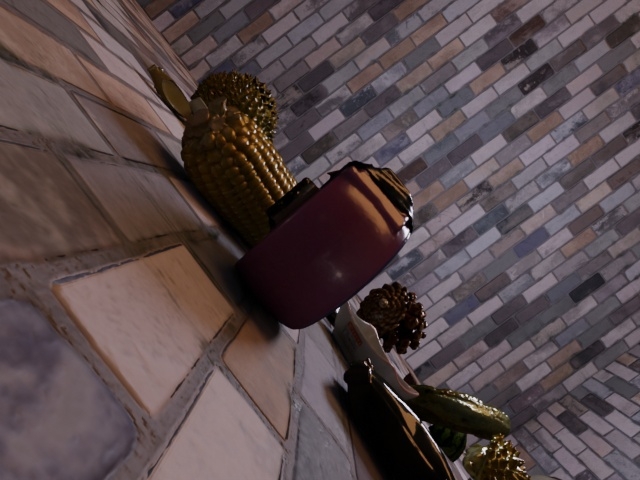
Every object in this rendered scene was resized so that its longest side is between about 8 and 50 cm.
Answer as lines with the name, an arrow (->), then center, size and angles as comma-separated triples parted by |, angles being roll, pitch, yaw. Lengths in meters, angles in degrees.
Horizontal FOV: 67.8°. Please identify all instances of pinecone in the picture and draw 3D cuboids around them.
pinecone -> 0.267, 0.299, 1.724 | 0.264, 0.264, 0.264 | 53, 2, -2

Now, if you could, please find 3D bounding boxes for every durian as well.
durian -> -0.237, -0.360, 1.355 | 0.258, 0.258, 0.293 | 52, 8, -41
durian -> 0.363, 0.513, 1.009 | 0.306, 0.167, 0.172 | 37, 33, -65

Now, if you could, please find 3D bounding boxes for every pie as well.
pie -> 0.327, 0.426, 1.188 | 0.277, 0.078, 0.277 | 18, -21, 7

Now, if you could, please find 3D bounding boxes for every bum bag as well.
bum bag -> 0.113, 0.281, 0.629 | 0.326, 0.080, 0.142 | 51, -8, 41

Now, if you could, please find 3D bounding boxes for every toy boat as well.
toy boat -> -0.339, -0.331, 1.075 | 0.049, 0.047, 0.149 | 39, -11, 31

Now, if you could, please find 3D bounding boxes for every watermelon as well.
watermelon -> 0.401, 0.640, 1.524 | 0.094, 0.125, 0.135 | -25, -108, 62

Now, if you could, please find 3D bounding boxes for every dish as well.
dish -> 0.098, 0.237, 0.981 | 0.151, 0.077, 0.212 | 50, 4, -41

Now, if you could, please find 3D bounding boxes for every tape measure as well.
tape measure -> 0.000, 0.000, 0.635 | 0.149, 0.232, 0.245 | 51, -15, -4

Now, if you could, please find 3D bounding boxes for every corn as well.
corn -> -0.093, -0.056, 0.800 | 0.387, 0.144, 0.144 | 59, -2, -40

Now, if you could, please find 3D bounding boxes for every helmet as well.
helmet -> 0.300, 0.492, 1.597 | 0.111, 0.057, 0.089 | 58, 5, 2

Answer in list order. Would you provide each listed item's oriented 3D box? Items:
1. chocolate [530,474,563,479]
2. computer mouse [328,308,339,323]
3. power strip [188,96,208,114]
chocolate -> 0.557, 0.728, 1.186 | 0.283, 0.284, 0.186 | 53, -19, -9
computer mouse -> 0.022, 0.136, 1.187 | 0.192, 0.062, 0.106 | 53, 2, 30
power strip -> -0.241, -0.226, 1.151 | 0.270, 0.046, 0.118 | 55, -15, 22
